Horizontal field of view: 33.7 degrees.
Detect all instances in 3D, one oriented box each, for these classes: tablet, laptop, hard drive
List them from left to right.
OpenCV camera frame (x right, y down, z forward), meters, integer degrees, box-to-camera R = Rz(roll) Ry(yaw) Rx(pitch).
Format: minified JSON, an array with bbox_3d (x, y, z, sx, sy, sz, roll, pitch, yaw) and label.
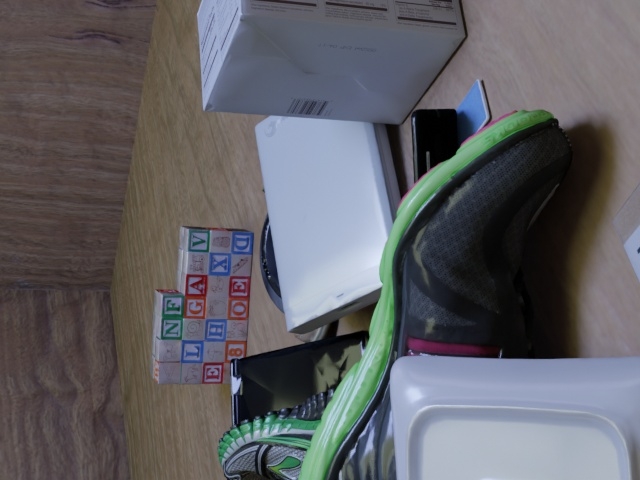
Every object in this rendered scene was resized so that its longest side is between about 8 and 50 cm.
[{"bbox_3d":[-0.006,0.365,1.587,0.408,0.236,0.382,57,-151,-72],"label":"laptop"},{"bbox_3d":[0.013,-0.055,1.386,0.203,0.040,0.308,-27,62,35],"label":"hard drive"},{"bbox_3d":[0.163,-0.133,1.163,0.083,0.006,0.054,122,145,-55],"label":"tablet"}]

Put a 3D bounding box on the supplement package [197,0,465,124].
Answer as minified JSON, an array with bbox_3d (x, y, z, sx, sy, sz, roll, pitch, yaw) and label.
[{"bbox_3d":[0.003,-0.255,1.250,0.204,0.261,0.145,128,141,-60],"label":"supplement package"}]

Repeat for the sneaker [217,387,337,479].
[{"bbox_3d":[-0.016,0.284,1.351,0.343,0.134,0.146,-29,67,48],"label":"sneaker"}]

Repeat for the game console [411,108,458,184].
[{"bbox_3d":[0.117,-0.084,1.182,0.071,0.107,0.122,0,96,43],"label":"game console"}]

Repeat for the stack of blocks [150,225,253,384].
[{"bbox_3d":[-0.230,0.124,2.038,0.087,0.171,0.297,-162,76,-70],"label":"stack of blocks"}]

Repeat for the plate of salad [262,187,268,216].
[{"bbox_3d":[-0.072,-0.110,1.789,0.200,0.048,0.200,-178,90,-71],"label":"plate of salad"}]

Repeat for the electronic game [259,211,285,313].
[{"bbox_3d":[0.000,0.000,1.447,0.229,0.048,0.229,-12,72,41],"label":"electronic game"}]

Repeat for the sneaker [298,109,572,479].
[{"bbox_3d":[0.144,0.106,1.004,0.202,0.185,0.483,29,113,28],"label":"sneaker"}]

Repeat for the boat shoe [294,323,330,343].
[{"bbox_3d":[-0.029,0.005,1.569,0.109,0.098,0.303,-171,84,-71],"label":"boat shoe"}]

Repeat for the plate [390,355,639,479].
[{"bbox_3d":[0.163,0.232,0.841,0.278,0.045,0.278,-5,86,40],"label":"plate"}]

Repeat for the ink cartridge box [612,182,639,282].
[{"bbox_3d":[0.293,0.017,0.640,0.193,0.088,0.235,115,151,-46],"label":"ink cartridge box"}]
